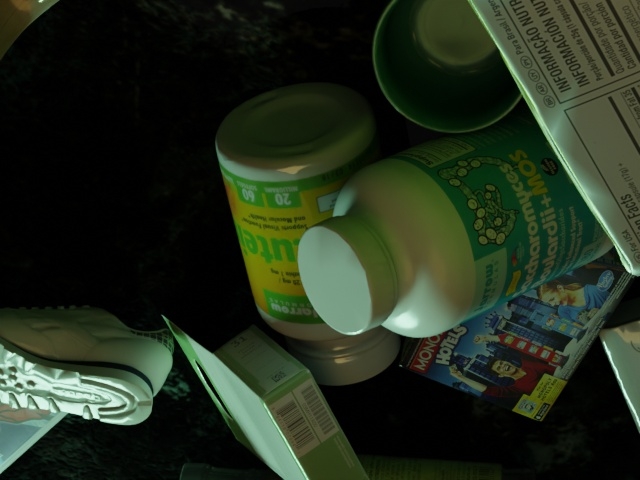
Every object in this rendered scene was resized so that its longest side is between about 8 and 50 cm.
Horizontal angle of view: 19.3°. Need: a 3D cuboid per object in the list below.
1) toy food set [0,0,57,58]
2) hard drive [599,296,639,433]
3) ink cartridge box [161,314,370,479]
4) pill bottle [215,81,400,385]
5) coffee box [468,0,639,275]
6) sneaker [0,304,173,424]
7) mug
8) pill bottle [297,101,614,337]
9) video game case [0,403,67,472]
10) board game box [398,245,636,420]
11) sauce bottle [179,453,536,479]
[{"bbox_3d":[-0.228,-0.295,1.474,0.306,0.092,0.220,-32,115,26],"label":"toy food set"},{"bbox_3d":[0.423,0.188,1.719,0.233,0.047,0.353,-18,111,18],"label":"hard drive"},{"bbox_3d":[-0.046,0.153,1.716,0.056,0.235,0.171,-34,119,-11],"label":"ink cartridge box"},{"bbox_3d":[0.000,0.000,1.621,0.136,0.136,0.245,-6,124,11],"label":"pill bottle"},{"bbox_3d":[0.284,-0.245,1.291,0.334,0.337,0.338,-23,120,21],"label":"coffee box"},{"bbox_3d":[-0.255,0.100,1.756,0.235,0.094,0.090,15,140,5],"label":"sneaker"},{"bbox_3d":[0.110,-0.175,1.505,0.129,0.097,0.157,3,113,9],"label":"mug"},{"bbox_3d":[0.112,-0.012,1.513,0.146,0.264,0.146,33,135,41],"label":"pill bottle"},{"bbox_3d":[-0.364,0.155,1.847,0.183,0.023,0.201,38,121,-18],"label":"video game case"},{"bbox_3d":[0.154,0.046,1.680,0.194,0.060,0.194,23,124,-7],"label":"board game box"},{"bbox_3d":[0.036,0.258,1.814,0.344,0.111,0.111,5,125,6],"label":"sauce bottle"}]
